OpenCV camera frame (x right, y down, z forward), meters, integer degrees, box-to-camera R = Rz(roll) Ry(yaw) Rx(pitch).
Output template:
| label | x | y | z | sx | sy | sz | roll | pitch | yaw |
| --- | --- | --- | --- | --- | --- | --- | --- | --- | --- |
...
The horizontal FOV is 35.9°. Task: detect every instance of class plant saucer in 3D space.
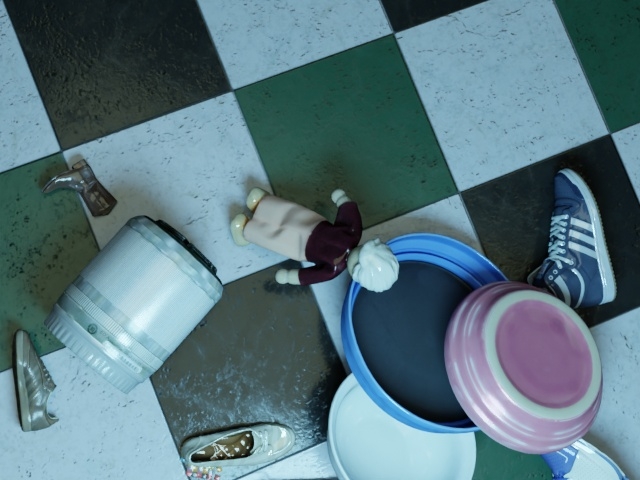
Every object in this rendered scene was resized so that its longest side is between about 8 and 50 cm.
| label | x | y | z | sx | sy | sz | roll | pitch | yaw |
| --- | --- | --- | --- | --- | --- | --- | --- | --- | --- |
| plant saucer | 0.389 | 0.220 | 1.817 | 0.332 | 0.084 | 0.332 | 11 | 61 | -19 |

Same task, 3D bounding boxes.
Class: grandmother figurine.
| label | x | y | z | sx | sy | sz | roll | pitch | yaw |
| --- | --- | --- | --- | --- | --- | --- | --- | --- | --- |
| grandmother figurine | 0.000 | 0.000 | 1.819 | 0.342 | 0.104 | 0.207 | 25 | 87 | 33 |

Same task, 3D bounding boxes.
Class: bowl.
| label | x | y | z | sx | sy | sz | roll | pitch | yaw |
| --- | --- | --- | --- | --- | --- | --- | --- | --- | --- |
| bowl | 0.129 | 0.380 | 1.836 | 0.298 | 0.134 | 0.297 | 10 | 61 | -20 |
| bowl | 0.216 | 0.176 | 1.856 | 0.391 | 0.077 | 0.391 | 11 | 60 | -20 |

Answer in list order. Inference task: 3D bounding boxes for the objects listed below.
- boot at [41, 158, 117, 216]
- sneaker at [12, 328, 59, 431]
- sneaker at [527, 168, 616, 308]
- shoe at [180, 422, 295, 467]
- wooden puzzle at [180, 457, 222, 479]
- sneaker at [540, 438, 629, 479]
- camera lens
| label | x | y | z | sx | sy | sz | roll | pitch | yaw |
| --- | --- | --- | --- | --- | --- | --- | --- | --- | --- |
| boot | -0.458 | -0.082 | 1.882 | 0.106 | 0.037 | 0.114 | -36 | 94 | -8 |
| sneaker | -0.526 | 0.255 | 1.825 | 0.071 | 0.066 | 0.188 | -5 | 89 | -25 |
| sneaker | 0.479 | 0.005 | 1.971 | 0.153 | 0.099 | 0.282 | -16 | 89 | -11 |
| shoe | -0.150 | 0.389 | 1.851 | 0.219 | 0.058 | 0.076 | -7 | 86 | -14 |
| wooden puzzle | -0.225 | 0.424 | 1.867 | 0.083 | 0.006 | 0.049 | 11 | 82 | -7 |
| sneaker | 0.518 | 0.521 | 1.901 | 0.315 | 0.127 | 0.182 | 43 | 77 | -3 |
| camera lens | -0.329 | 0.109 | 1.781 | 0.219 | 0.219 | 0.274 | 41 | 79 | -2 |
